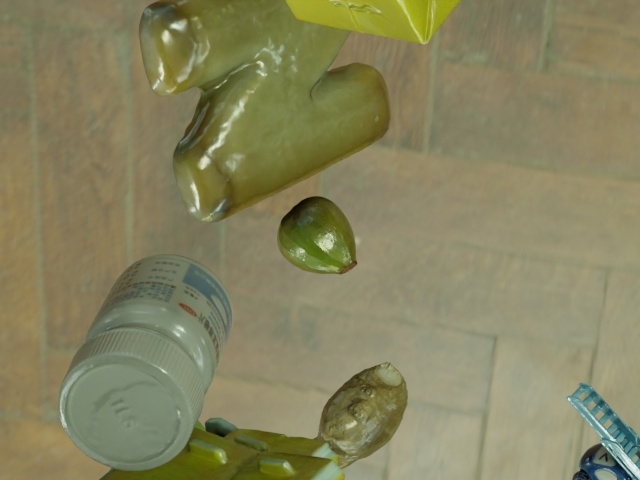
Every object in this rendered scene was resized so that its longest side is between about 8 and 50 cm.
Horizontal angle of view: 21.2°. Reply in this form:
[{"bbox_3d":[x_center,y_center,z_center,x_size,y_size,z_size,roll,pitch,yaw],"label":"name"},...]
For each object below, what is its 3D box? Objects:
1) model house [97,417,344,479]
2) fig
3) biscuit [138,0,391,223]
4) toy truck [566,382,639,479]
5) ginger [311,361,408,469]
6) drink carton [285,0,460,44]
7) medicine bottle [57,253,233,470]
[{"bbox_3d":[-0.042,0.291,1.330,0.340,0.300,0.323,49,143,0],"label":"model house"},{"bbox_3d":[0.000,0.000,1.686,0.088,0.074,0.074,42,126,24],"label":"fig"},{"bbox_3d":[-0.047,-0.168,1.772,0.062,0.291,0.237,9,117,47],"label":"biscuit"},{"bbox_3d":[0.273,0.206,1.646,0.136,0.063,0.074,47,137,4],"label":"toy truck"},{"bbox_3d":[0.019,0.185,1.615,0.165,0.096,0.067,-44,79,13],"label":"ginger"},{"bbox_3d":[-0.017,-0.310,1.260,0.154,0.111,0.351,18,153,43],"label":"drink carton"},{"bbox_3d":[-0.129,0.088,1.300,0.105,0.168,0.105,4,117,7],"label":"medicine bottle"}]
